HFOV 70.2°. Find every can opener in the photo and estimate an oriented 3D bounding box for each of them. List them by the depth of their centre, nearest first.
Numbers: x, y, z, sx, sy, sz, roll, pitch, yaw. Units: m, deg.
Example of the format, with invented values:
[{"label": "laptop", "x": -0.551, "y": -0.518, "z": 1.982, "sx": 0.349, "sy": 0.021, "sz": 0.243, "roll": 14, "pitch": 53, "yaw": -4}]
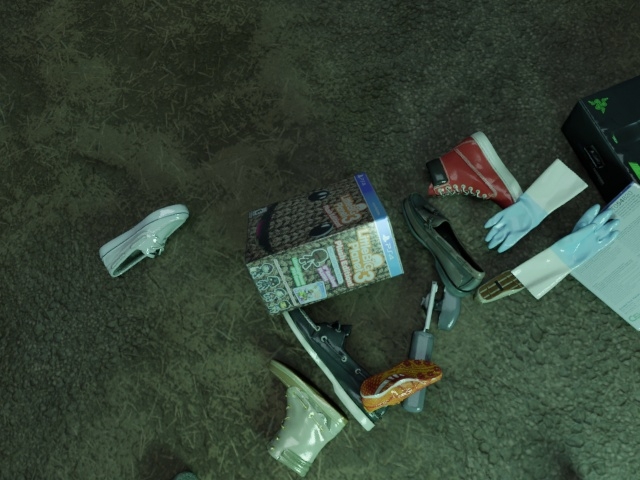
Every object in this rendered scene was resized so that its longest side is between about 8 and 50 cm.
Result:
[{"label": "can opener", "x": 0.242, "y": 0.225, "z": 0.977, "sx": 0.095, "sy": 0.076, "sz": 0.284, "roll": 9, "pitch": 77, "yaw": 12}]

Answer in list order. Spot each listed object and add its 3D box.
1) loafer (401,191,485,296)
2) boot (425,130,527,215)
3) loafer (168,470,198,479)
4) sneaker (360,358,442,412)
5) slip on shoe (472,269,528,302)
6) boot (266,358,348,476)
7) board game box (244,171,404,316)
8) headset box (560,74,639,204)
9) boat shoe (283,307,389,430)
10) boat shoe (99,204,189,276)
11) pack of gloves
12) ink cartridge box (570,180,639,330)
[{"label": "loafer", "x": 0.277, "y": -0.009, "z": 1.013, "sx": 0.096, "sy": 0.084, "sz": 0.268, "roll": -9, "pitch": 61, "yaw": -33}, {"label": "boot", "x": 0.355, "y": -0.109, "z": 1.058, "sx": 0.176, "sy": 0.088, "sz": 0.244, "roll": -31, "pitch": 73, "yaw": 8}, {"label": "loafer", "x": -0.298, "y": 0.624, "z": 0.951, "sx": 0.087, "sy": 0.094, "sz": 0.251, "roll": -22, "pitch": 60, "yaw": 28}, {"label": "sneaker", "x": 0.160, "y": 0.288, "z": 0.910, "sx": 0.175, "sy": 0.068, "sz": 0.064, "roll": -15, "pitch": 34, "yaw": -9}, {"label": "slip on shoe", "x": 0.397, "y": 0.105, "z": 1.006, "sx": 0.135, "sy": 0.041, "sz": 0.051, "roll": -23, "pitch": 70, "yaw": -17}, {"label": "boot", "x": -0.068, "y": 0.377, "z": 0.983, "sx": 0.213, "sy": 0.077, "sz": 0.165, "roll": 38, "pitch": 85, "yaw": 14}, {"label": "board game box", "x": 0.000, "y": 0.000, "z": 0.987, "sx": 0.290, "sy": 0.141, "sz": 0.232, "roll": -19, "pitch": 30, "yaw": 3}, {"label": "headset box", "x": 0.720, "y": -0.228, "z": 1.002, "sx": 0.282, "sy": 0.131, "sz": 0.247, "roll": -21, "pitch": 71, "yaw": 3}, {"label": "boat shoe", "x": 0.036, "y": 0.232, "z": 0.982, "sx": 0.113, "sy": 0.127, "sz": 0.340, "roll": -37, "pitch": 73, "yaw": -4}, {"label": "boat shoe", "x": -0.432, "y": 0.004, "z": 1.150, "sx": 0.258, "sy": 0.095, "sz": 0.084, "roll": -32, "pitch": 75, "yaw": 10}, {"label": "pack of gloves", "x": 0.474, "y": -0.021, "z": 0.948, "sx": 0.232, "sy": 0.046, "sz": 0.195, "roll": -46, "pitch": 77, "yaw": 19}, {"label": "ink cartridge box", "x": 0.643, "y": 0.031, "z": 0.929, "sx": 0.224, "sy": 0.045, "sz": 0.223, "roll": 45, "pitch": 118, "yaw": 15}]
